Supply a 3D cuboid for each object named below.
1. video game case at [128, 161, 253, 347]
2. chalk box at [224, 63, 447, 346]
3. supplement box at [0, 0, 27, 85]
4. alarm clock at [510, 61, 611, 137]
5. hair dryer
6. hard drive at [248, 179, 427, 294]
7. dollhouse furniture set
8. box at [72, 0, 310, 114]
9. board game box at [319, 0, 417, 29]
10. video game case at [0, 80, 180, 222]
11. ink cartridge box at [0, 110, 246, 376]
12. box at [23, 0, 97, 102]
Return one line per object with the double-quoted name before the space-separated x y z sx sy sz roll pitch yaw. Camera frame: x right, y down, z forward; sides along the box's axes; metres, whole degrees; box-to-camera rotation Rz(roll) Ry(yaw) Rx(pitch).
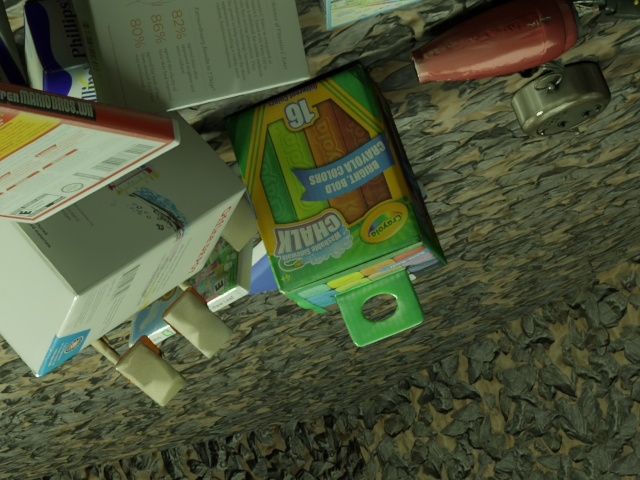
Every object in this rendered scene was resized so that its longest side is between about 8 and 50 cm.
"video game case" -0.158 0.015 1.699 0.193 0.212 0.023 -29 132 31
"chalk box" 0.031 -0.025 1.599 0.180 0.289 0.179 -22 165 9
"supplement box" -0.350 -0.153 1.018 0.220 0.111 0.114 -19 165 -5
"alarm clock" 0.321 -0.190 1.830 0.129 0.064 0.192 -24 161 16
"hair dryer" 0.228 -0.214 1.585 0.293 0.080 0.223 -8 162 -37
"hard drive" 0.000 0.000 2.130 0.210 0.040 0.318 -10 162 -32
"dollhouse furniture set" -0.204 0.015 1.582 0.259 0.262 0.135 -46 135 -4
"box" -0.110 -0.182 1.135 0.170 0.130 0.091 -14 -166 -17
"board game box" 0.075 -0.261 1.330 0.154 0.026 0.103 -18 165 -5
"video game case" -0.279 -0.070 1.048 0.204 0.025 0.285 -24 159 38
"ink cartridge box" -0.228 -0.017 1.366 0.232 0.168 0.171 -34 167 -39
"box" -0.194 -0.168 1.235 0.137 0.072 0.126 -14 164 -16
